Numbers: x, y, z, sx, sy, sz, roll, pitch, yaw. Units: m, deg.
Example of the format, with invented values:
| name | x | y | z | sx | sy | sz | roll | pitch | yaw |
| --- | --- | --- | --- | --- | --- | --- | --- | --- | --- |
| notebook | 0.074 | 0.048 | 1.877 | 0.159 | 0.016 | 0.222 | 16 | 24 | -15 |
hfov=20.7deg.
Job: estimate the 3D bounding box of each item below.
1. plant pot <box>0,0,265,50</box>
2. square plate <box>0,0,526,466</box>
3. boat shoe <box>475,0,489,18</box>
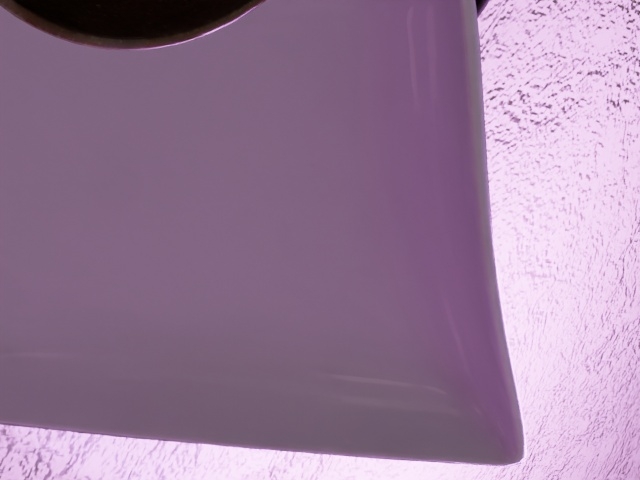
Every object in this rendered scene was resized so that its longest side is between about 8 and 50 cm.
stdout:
| name | x | y | z | sx | sy | sz | roll | pitch | yaw |
| --- | --- | --- | --- | --- | --- | --- | --- | --- | --- |
| plant pot | -0.123 | -0.205 | 0.654 | 0.215 | 0.230 | 0.215 | -22 | 124 | -37 |
| square plate | -0.081 | -0.016 | 0.834 | 0.347 | 0.344 | 0.049 | 77 | 22 | -48 |
| boat shoe | 0.076 | -0.161 | 1.103 | 0.335 | 0.095 | 0.112 | -55 | 148 | -7 |
